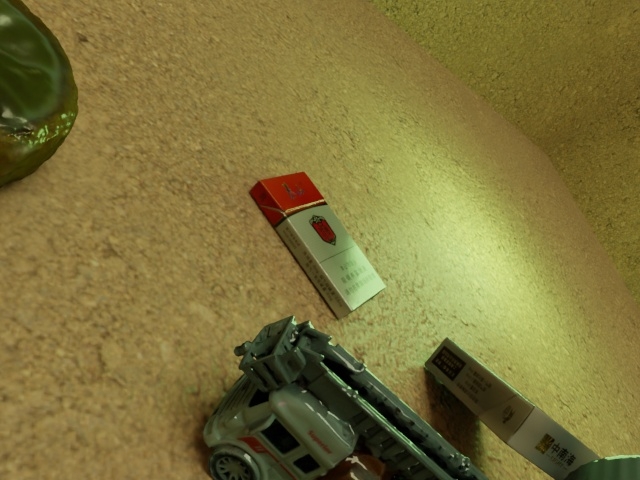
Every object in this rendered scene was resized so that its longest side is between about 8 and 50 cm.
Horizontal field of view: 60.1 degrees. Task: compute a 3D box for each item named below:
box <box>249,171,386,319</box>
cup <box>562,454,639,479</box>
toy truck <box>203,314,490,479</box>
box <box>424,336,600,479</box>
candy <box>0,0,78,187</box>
[{"bbox_3d":[0.000,0.000,0.885,0.245,0.035,0.139,56,32,8],"label":"box"},{"bbox_3d":[0.367,0.449,0.582,0.311,0.257,0.330,-37,111,-56],"label":"cup"},{"bbox_3d":[0.035,0.221,0.552,0.338,0.184,0.133,48,30,-5],"label":"toy truck"},{"bbox_3d":[0.276,0.252,0.834,0.155,0.067,0.243,37,1,-18],"label":"box"},{"bbox_3d":[-0.363,-0.165,0.522,0.260,0.118,0.259,38,33,-30],"label":"candy"}]
